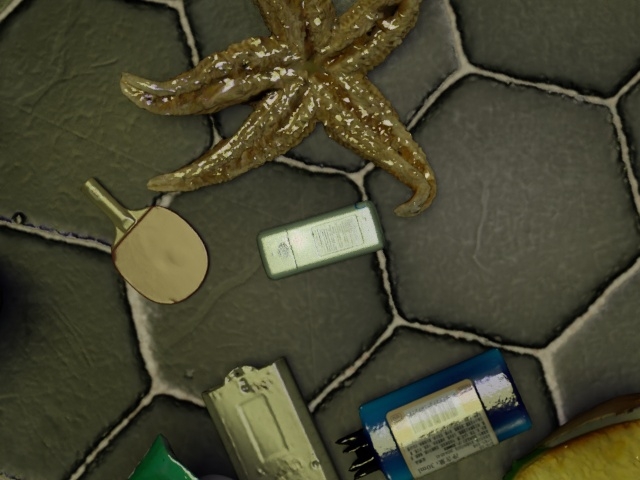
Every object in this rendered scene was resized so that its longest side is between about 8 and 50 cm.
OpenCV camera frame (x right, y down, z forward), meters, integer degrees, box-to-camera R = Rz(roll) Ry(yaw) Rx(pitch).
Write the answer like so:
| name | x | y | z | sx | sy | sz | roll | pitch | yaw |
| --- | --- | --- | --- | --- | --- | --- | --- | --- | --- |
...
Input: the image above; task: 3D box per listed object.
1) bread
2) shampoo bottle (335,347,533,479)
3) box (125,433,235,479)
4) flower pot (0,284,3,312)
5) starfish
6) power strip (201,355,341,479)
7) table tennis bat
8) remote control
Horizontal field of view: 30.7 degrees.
| name | x | y | z | sx | sy | sz | roll | pitch | yaw |
| --- | --- | --- | --- | --- | --- | --- | --- | --- | --- |
| bread | 0.308 | 0.220 | 1.067 | 0.251 | 0.133 | 0.174 | -37 | 83 | 49 |
| shampoo bottle | 0.105 | 0.177 | 1.126 | 0.183 | 0.050 | 0.087 | -24 | 91 | 5 |
| box | -0.068 | 0.349 | 1.093 | 0.336 | 0.106 | 0.264 | 40 | 122 | 3 |
| flower pot | -0.470 | 0.108 | 1.085 | 0.266 | 0.266 | 0.267 | 32 | 104 | 4 |
| starfish | -0.008 | -0.156 | 1.104 | 0.327 | 0.094 | 0.375 | 37 | 108 | -10 |
| power strip | -0.025 | 0.245 | 1.147 | 0.092 | 0.034 | 0.268 | -25 | 89 | 5 |
| table tennis bat | -0.180 | -0.004 | 1.170 | 0.156 | 0.013 | 0.087 | 43 | 97 | 2 |
| remote control | 0.000 | 0.000 | 1.149 | 0.124 | 0.018 | 0.053 | -17 | 91 | 6 |
